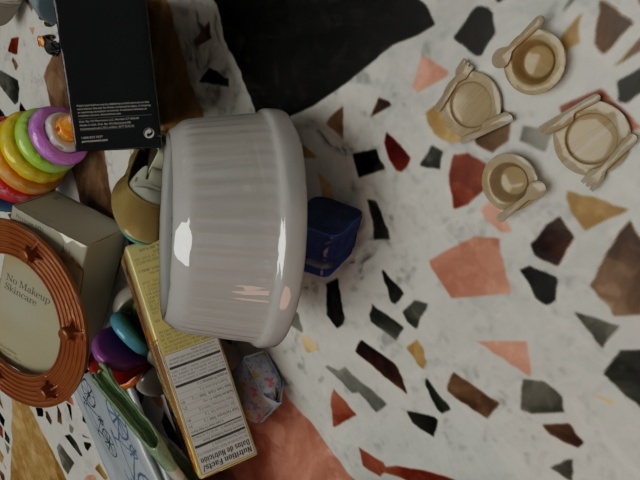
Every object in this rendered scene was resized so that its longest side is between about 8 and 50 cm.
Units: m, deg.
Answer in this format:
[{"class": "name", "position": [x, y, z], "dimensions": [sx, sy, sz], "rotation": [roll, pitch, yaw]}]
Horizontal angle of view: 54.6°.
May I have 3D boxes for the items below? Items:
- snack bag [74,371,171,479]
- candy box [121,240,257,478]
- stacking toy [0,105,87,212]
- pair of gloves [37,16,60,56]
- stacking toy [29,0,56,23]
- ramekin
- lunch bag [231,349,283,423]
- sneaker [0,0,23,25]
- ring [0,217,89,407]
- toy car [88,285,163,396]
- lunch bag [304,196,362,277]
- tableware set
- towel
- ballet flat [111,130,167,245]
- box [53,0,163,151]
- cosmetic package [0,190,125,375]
[{"class": "snack bag", "position": [-0.388, 0.401, 1.220], "dimensions": [0.342, 0.037, 0.323], "rotation": [-29, 85, 53]}, {"class": "candy box", "position": [-0.196, 0.157, 0.887], "dimensions": [0.316, 0.087, 0.183], "rotation": [71, 160, 1]}, {"class": "stacking toy", "position": [-0.464, -0.169, 1.052], "dimensions": [0.302, 0.166, 0.175], "rotation": [-19, 80, 32]}, {"class": "pair of gloves", "position": [-0.470, -0.363, 1.069], "dimensions": [0.074, 0.010, 0.083], "rotation": [28, 122, 32]}, {"class": "stacking toy", "position": [-0.345, -0.388, 0.777], "dimensions": [0.130, 0.279, 0.309], "rotation": [51, 131, 2]}, {"class": "ramekin", "position": [-0.112, -0.014, 0.700], "dimensions": [0.273, 0.127, 0.273], "rotation": [-179, 90, -72]}, {"class": "lunch bag", "position": [-0.090, 0.214, 0.894], "dimensions": [0.083, 0.053, 0.071], "rotation": [59, 134, 25]}, {"class": "sneaker", "position": [-0.506, -0.436, 1.022], "dimensions": [0.121, 0.099, 0.262], "rotation": [55, 133, 8]}, {"class": "ring", "position": [-0.521, 0.129, 1.041], "dimensions": [0.337, 0.032, 0.336], "rotation": [7, 107, 25]}, {"class": "toy car", "position": [-0.314, 0.175, 1.024], "dimensions": [0.159, 0.136, 0.182], "rotation": [46, 130, 21]}, {"class": "lunch bag", "position": [0.000, 0.000, 0.708], "dimensions": [0.067, 0.098, 0.065], "rotation": [22, 122, 20]}, {"class": "tableware set", "position": [0.185, -0.107, 0.561], "dimensions": [0.141, 0.020, 0.168], "rotation": [-38, 78, 43]}, {"class": "towel", "position": [-0.220, 0.344, 0.950], "dimensions": [0.248, 0.038, 0.325], "rotation": [24, 146, 48]}, {"class": "ballet flat", "position": [-0.235, -0.085, 0.844], "dimensions": [0.073, 0.080, 0.232], "rotation": [-56, 29, 24]}, {"class": "box", "position": [-0.262, -0.222, 0.784], "dimensions": [0.261, 0.103, 0.184], "rotation": [-136, 44, -68]}, {"class": "cosmetic package", "position": [-0.466, 0.090, 1.095], "dimensions": [0.160, 0.113, 0.309], "rotation": [26, 115, 11]}]
